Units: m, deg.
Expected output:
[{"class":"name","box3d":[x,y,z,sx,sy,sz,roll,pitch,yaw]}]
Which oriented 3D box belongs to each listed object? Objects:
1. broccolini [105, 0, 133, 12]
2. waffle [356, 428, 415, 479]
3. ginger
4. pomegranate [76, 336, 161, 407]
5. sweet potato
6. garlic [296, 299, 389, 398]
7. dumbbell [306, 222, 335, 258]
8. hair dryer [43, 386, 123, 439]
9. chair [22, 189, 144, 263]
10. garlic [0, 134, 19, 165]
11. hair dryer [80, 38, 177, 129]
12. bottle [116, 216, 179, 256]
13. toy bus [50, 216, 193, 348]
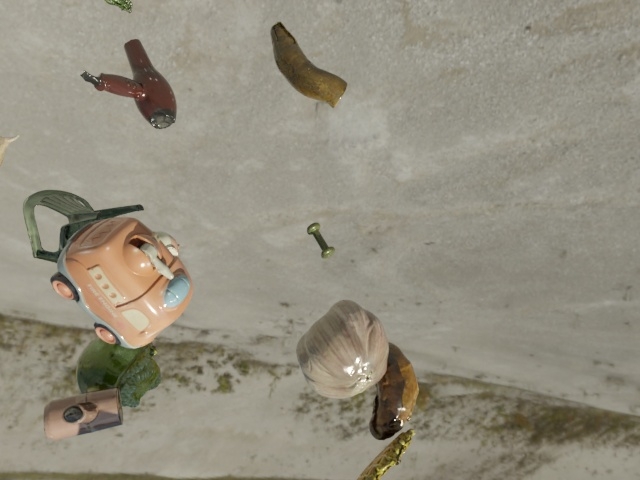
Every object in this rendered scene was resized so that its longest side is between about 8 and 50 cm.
[{"class":"broccolini","box3d":[-0.567,-0.619,1.381,0.044,0.042,0.218,27,-159,27]},{"class":"waffle","box3d":[0.200,0.701,1.732,0.052,0.254,0.245,43,-156,14]},{"class":"ginger","box3d":[0.243,0.499,1.835,0.172,0.322,0.165,-4,156,8]},{"class":"pomegranate","box3d":[-0.643,0.422,1.685,0.260,0.261,0.341,7,-154,19]},{"class":"sweet potato","box3d":[-0.045,-0.444,1.400,0.286,0.112,0.085,52,164,20]},{"class":"garlic","box3d":[0.075,0.352,1.700,0.317,0.317,0.259,22,-154,-44]},{"class":"dumbbell","box3d":[0.000,0.000,1.724,0.046,0.118,0.052,-23,157,-20]},{"class":"hair dryer","box3d":[-0.603,0.426,1.349,0.189,0.107,0.344,-8,165,-16]},{"class":"chair","box3d":[-0.586,-0.029,1.367,0.274,0.191,0.203,4,-168,26]},{"class":"garlic","box3d":[-0.641,-0.150,1.032,0.084,0.152,0.066,29,173,-11]},{"class":"hair dryer","box3d":[-0.589,-0.492,1.622,0.123,0.313,0.340,-31,170,22]},{"class":"bottle","box3d":[-0.539,0.020,1.657,0.236,0.148,0.147,14,170,-43]},{"class":"toy bus","box3d":[-0.393,0.079,1.157,0.231,0.194,0.288,-17,117,35]}]
